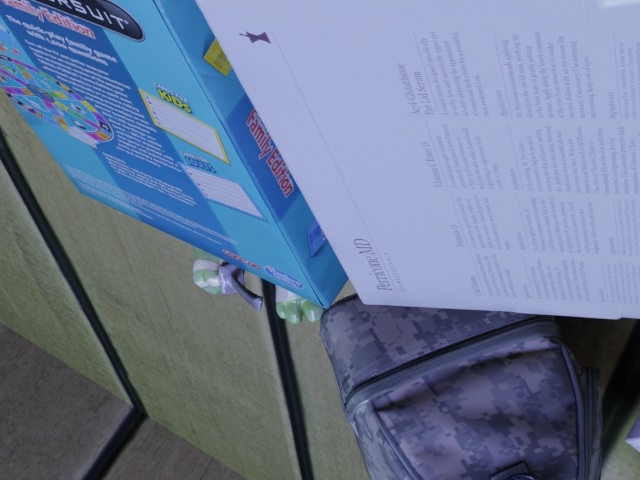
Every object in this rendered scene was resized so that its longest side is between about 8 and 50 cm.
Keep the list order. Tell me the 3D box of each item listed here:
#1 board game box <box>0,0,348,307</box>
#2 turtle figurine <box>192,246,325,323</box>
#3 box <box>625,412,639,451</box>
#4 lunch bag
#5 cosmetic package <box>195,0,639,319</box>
[{"bbox_3d":[-0.119,-0.112,0.913,0.253,0.079,0.336,24,158,30],"label":"board game box"},{"bbox_3d":[0.000,0.000,1.168,0.274,0.198,0.266,30,166,28],"label":"turtle figurine"},{"bbox_3d":[0.347,0.138,1.056,0.114,0.103,0.203,37,161,-5],"label":"box"},{"bbox_3d":[0.144,0.189,1.216,0.305,0.212,0.256,74,178,-59],"label":"lunch bag"},{"bbox_3d":[0.125,-0.066,0.763,0.284,0.098,0.377,1,155,15],"label":"cosmetic package"}]
